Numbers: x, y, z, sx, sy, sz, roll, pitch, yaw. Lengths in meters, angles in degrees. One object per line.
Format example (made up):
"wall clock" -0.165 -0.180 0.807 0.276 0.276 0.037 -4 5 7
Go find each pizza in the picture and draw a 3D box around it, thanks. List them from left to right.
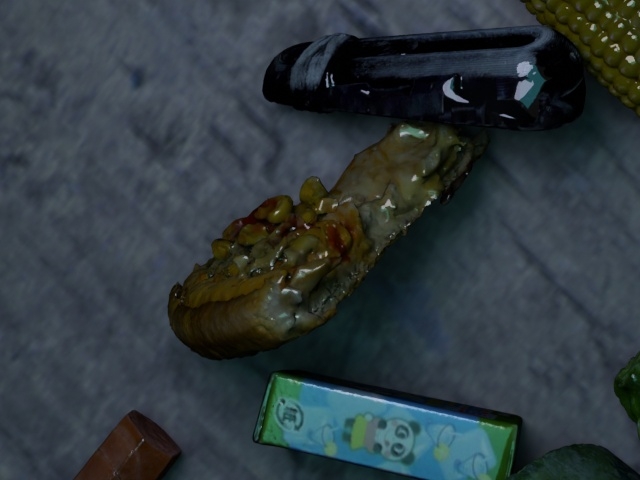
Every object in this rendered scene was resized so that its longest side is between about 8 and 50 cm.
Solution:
"pizza" 0.000 0.000 1.136 0.288 0.251 0.074 -35 102 8

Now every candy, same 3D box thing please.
"candy" 0.054 0.147 1.195 0.195 0.097 0.062 11 88 10

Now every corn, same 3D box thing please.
"corn" 0.219 -0.194 1.157 0.130 0.130 0.347 -41 86 7

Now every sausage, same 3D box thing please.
"sausage" -0.188 0.218 1.256 0.065 0.065 0.169 42 97 9

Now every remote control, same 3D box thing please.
"remote control" 0.071 -0.131 1.173 0.266 0.090 0.066 7 117 29

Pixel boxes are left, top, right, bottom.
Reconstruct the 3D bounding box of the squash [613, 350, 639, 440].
"squash" 0.374 0.223 1.128 0.395 0.107 0.107 42 96 10

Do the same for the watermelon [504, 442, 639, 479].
"watermelon" 0.181 0.278 1.129 0.176 0.260 0.256 -20 68 23
